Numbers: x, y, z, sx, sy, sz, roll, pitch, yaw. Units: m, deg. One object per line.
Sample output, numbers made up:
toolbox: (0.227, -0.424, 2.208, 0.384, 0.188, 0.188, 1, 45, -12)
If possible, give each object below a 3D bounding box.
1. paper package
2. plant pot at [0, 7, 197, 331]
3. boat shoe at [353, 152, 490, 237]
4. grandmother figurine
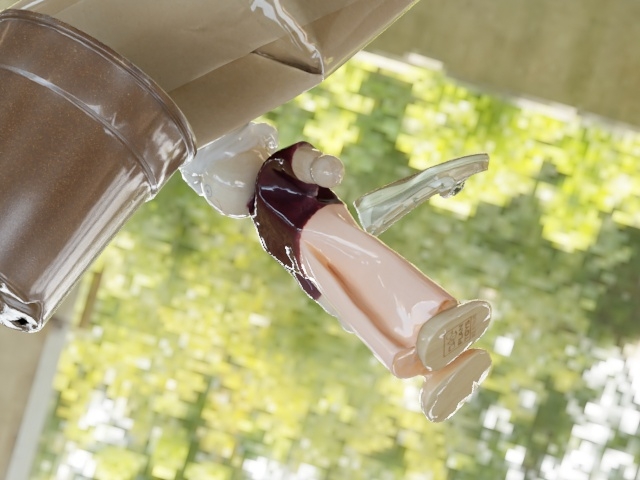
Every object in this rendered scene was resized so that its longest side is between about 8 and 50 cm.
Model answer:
paper package: (-0.089, -0.188, 1.621, 0.309, 0.168, 0.325, -23, -169, 30)
plant pot: (-0.196, -0.040, 1.333, 0.167, 0.165, 0.167, 28, 159, 12)
boat shoe: (0.112, -0.050, 2.105, 0.153, 0.048, 0.056, -22, 180, 7)
grandmother figurine: (0.000, 0.000, 1.694, 0.104, 0.208, 0.342, -27, -130, -31)
